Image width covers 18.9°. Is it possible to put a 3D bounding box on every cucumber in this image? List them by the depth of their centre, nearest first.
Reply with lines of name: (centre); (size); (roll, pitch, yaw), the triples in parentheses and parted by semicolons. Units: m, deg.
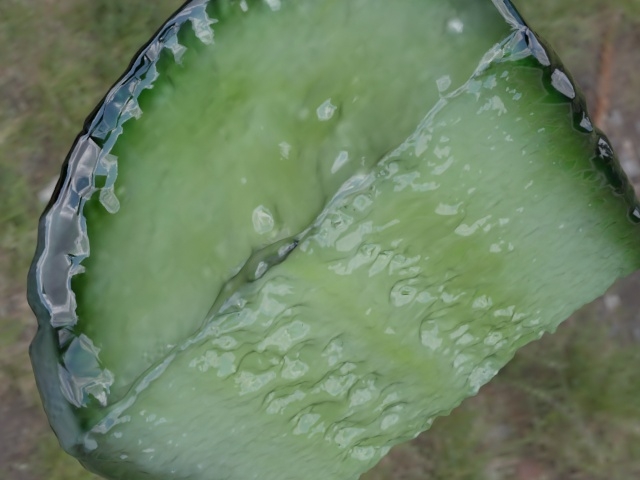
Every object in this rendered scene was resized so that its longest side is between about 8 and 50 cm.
cucumber: (0.000, 0.000, 0.389); (0.062, 0.116, 0.115); (58, 7, 33)
